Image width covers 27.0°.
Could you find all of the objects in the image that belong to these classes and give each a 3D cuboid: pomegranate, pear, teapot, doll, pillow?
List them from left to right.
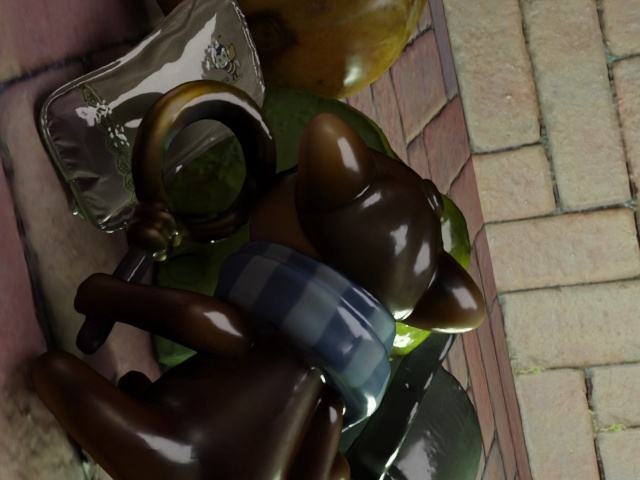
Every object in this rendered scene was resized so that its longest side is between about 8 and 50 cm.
[{"bbox_3d":[-0.130,-0.110,1.094,0.232,0.038,0.131,-42,121,-34],"label":"pillow"},{"bbox_3d":[-0.051,0.069,1.008,0.318,0.340,0.209,38,-5,-16],"label":"doll"},{"bbox_3d":[-0.030,-0.265,1.262,0.307,0.307,0.307,-9,90,-74],"label":"pomegranate"},{"bbox_3d":[0.000,0.000,1.210,0.176,0.282,0.286,33,50,-59],"label":"pear"},{"bbox_3d":[0.054,0.233,1.284,0.223,0.305,0.285,52,31,-10],"label":"teapot"}]
